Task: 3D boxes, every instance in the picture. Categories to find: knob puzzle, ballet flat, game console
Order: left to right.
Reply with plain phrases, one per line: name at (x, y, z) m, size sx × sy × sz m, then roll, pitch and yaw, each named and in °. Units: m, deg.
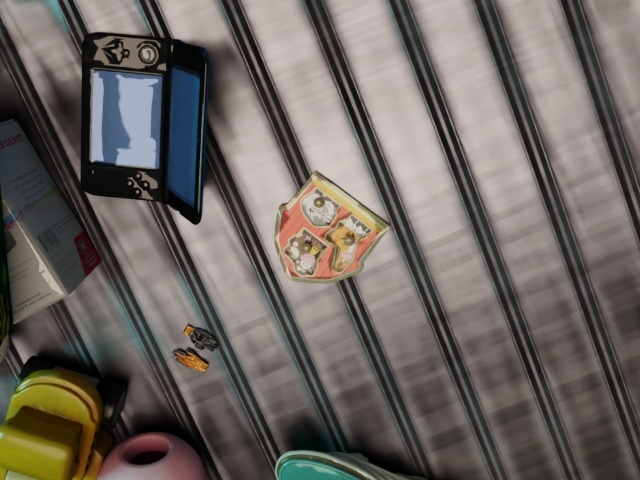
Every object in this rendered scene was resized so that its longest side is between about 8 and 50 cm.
game console at (-0.303, -0.193, 1.485) m, size 0.250 × 0.173 × 0.293 m, roll 6°, pitch 105°, yaw 2°
knob puzzle at (0.000, 0.000, 1.593) m, size 0.213 × 0.030 × 0.213 m, roll 1°, pitch 106°, yaw 3°
ballet flat at (0.109, 0.482, 1.672) m, size 0.400 × 0.139 × 0.139 m, roll 20°, pitch 106°, yaw 2°

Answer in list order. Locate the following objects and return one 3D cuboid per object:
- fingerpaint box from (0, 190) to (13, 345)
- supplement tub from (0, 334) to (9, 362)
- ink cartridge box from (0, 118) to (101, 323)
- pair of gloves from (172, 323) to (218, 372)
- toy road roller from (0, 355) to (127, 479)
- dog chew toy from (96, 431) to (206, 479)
fingerpaint box at (-0.710, -0.010, 1.290) m, size 0.445 × 0.163 × 0.371 m, roll -2°, pitch 103°, yaw -9°
supplement tub at (-0.698, 0.206, 1.630) m, size 0.200 × 0.144 × 0.144 m, roll -28°, pitch 102°, yaw 21°
ink cartridge box at (-0.533, -0.036, 1.517) m, size 0.131 × 0.226 × 0.306 m, roll -28°, pitch 101°, yaw 9°
pair of gloves at (-0.239, 0.207, 1.677) m, size 0.074 × 0.010 × 0.083 m, roll 27°, pitch 103°, yaw -2°
toy road roller at (-0.511, 0.393, 1.627) m, size 0.203 × 0.240 × 0.329 m, roll 18°, pitch 106°, yaw -1°
dog chew toy at (-0.314, 0.537, 1.683) m, size 0.207 × 0.206 × 0.331 m, roll -1°, pitch 113°, yaw 4°
